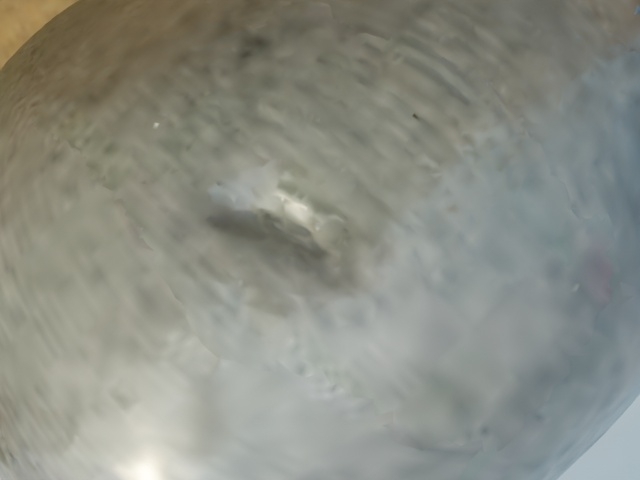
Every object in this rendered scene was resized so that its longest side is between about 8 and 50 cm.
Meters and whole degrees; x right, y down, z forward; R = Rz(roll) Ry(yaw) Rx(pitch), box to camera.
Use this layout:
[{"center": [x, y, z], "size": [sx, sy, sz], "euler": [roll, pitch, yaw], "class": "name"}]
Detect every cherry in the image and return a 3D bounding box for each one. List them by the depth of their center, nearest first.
[{"center": [0.000, 0.000, 0.477], "size": [0.296, 0.218, 0.255], "euler": [-38, 173, 17], "class": "cherry"}]
